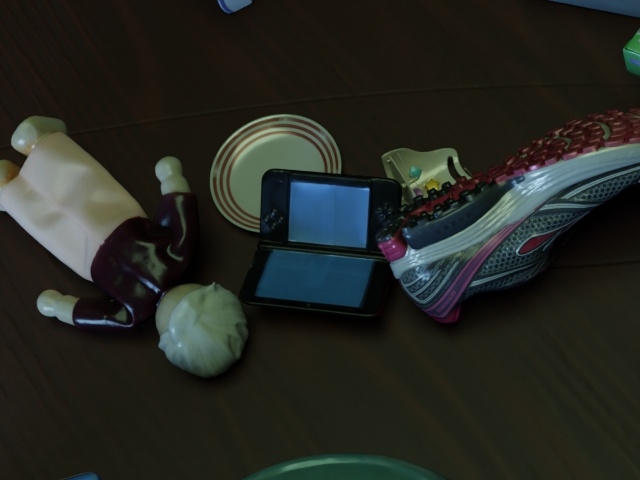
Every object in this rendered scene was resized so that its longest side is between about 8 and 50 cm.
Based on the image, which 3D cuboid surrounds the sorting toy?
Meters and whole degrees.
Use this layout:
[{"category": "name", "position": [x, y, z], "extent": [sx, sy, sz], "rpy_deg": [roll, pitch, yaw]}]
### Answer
[{"category": "sorting toy", "position": [0.114, -0.059, 1.317], "extent": [0.075, 0.045, 0.083], "rpy_deg": [-25, 60, -8]}]

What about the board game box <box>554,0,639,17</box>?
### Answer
[{"category": "board game box", "position": [0.363, -0.385, 1.390], "extent": [0.224, 0.097, 0.303], "rpy_deg": [16, 70, 20]}]

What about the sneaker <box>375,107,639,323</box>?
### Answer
[{"category": "sneaker", "position": [0.205, -0.030, 1.223], "extent": [0.299, 0.121, 0.112], "rpy_deg": [-26, 104, 16]}]

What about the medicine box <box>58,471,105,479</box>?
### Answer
[{"category": "medicine box", "position": [-0.269, 0.382, 1.121], "extent": [0.264, 0.149, 0.289], "rpy_deg": [-17, 61, 5]}]

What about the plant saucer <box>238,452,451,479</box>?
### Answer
[{"category": "plant saucer", "position": [0.001, 0.273, 1.079], "extent": [0.318, 0.043, 0.317], "rpy_deg": [-8, 29, 4]}]

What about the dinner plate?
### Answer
[{"category": "dinner plate", "position": [-0.046, -0.069, 1.373], "extent": [0.141, 0.017, 0.141], "rpy_deg": [-6, 62, 12]}]

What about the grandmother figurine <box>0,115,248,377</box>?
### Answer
[{"category": "grandmother figurine", "position": [-0.198, 0.008, 1.331], "extent": [0.342, 0.104, 0.208], "rpy_deg": [43, 107, 25]}]

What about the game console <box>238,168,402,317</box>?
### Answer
[{"category": "game console", "position": [0.000, 0.000, 1.279], "extent": [0.144, 0.085, 0.124], "rpy_deg": [6, 103, 13]}]

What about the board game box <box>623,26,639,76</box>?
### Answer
[{"category": "board game box", "position": [0.467, -0.181, 1.180], "extent": [0.317, 0.046, 0.213], "rpy_deg": [32, 80, 27]}]

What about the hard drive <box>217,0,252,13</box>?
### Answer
[{"category": "hard drive", "position": [-0.173, -0.435, 1.480], "extent": [0.040, 0.210, 0.318], "rpy_deg": [-25, 60, -1]}]
